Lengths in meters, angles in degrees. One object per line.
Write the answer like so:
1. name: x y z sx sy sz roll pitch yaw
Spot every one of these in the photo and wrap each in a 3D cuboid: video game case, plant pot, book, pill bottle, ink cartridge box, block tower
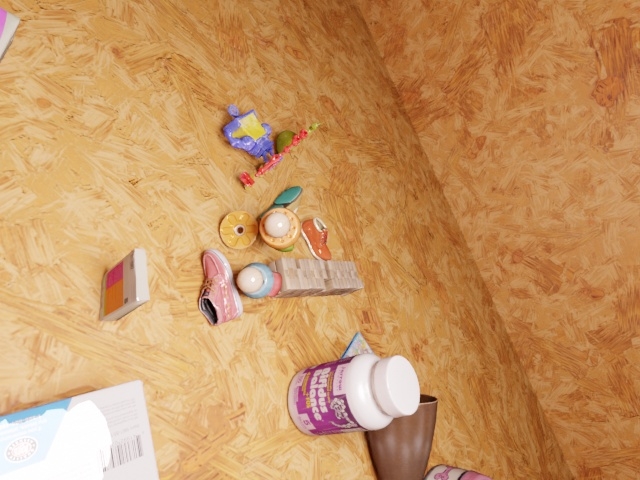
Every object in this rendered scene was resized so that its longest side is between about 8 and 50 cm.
1. video game case: 0.116 0.379 1.248 0.119 0.015 0.166 57 37 -8
2. plant pot: 0.222 0.558 1.131 0.215 0.215 0.231 14 72 -45
3. book: -0.365 0.085 0.751 0.035 0.144 0.096 9 62 -47
4. pill bottle: 0.076 0.366 0.969 0.169 0.301 0.169 28 49 -37
5. ink cartridge box: -0.362 0.390 0.579 0.223 0.129 0.308 0 68 -50
6. block tower: -0.013 0.112 1.198 0.335 0.091 0.097 9 62 -48

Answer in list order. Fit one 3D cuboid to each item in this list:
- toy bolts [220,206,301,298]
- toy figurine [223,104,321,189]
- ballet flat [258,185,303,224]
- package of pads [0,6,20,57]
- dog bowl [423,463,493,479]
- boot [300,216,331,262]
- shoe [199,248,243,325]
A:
1. toy bolts: -0.165 0.023 0.978 0.158 0.218 0.229 54 46 -82
2. toy figurine: -0.173 -0.338 1.215 0.217 0.191 0.362 48 38 -11
3. ballet flat: -0.115 -0.088 1.231 0.232 0.080 0.073 -51 137 -48
4. package of pads: -0.682 -0.332 0.668 0.229 0.101 0.297 25 50 -40
5. dog bowl: 0.462 0.905 1.225 0.408 0.150 0.408 29 48 -37
6. boot: 0.000 0.000 1.288 0.158 0.084 0.059 56 36 -11
7. shoe: -0.247 0.108 0.944 0.081 0.063 0.178 -20 88 -58
